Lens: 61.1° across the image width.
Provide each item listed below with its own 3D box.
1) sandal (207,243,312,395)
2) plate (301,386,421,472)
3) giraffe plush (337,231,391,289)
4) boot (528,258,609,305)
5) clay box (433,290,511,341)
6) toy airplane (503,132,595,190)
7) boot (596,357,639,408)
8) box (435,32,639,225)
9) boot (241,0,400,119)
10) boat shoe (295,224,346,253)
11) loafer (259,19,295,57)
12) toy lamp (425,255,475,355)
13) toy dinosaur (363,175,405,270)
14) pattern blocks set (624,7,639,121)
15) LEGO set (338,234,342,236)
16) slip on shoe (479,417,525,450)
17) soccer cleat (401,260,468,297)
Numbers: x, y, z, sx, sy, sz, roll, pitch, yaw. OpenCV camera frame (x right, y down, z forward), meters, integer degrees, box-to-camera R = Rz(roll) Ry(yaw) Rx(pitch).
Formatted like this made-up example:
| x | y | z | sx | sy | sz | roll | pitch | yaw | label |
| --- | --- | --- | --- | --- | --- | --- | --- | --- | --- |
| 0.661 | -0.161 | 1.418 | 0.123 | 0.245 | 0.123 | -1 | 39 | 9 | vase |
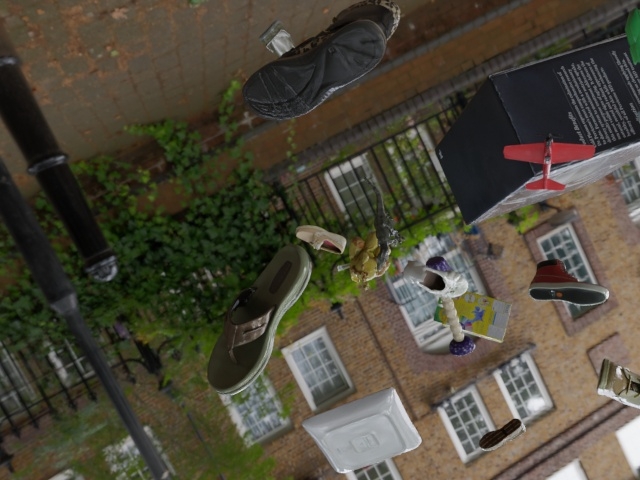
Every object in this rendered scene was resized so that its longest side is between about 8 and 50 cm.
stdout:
| x | y | z | sx | sy | sz | roll | pitch | yaw | label |
| --- | --- | --- | --- | --- | --- | --- | --- | --- | --- |
| -0.127 | 0.133 | 0.992 | 0.120 | 0.086 | 0.302 | 24 | -97 | 38 | sandal |
| 0.124 | 0.554 | 1.529 | 0.278 | 0.277 | 0.045 | -22 | -146 | 8 | plate |
| 0.171 | 0.082 | 1.971 | 0.210 | 0.181 | 0.170 | -33 | -165 | 0 | giraffe plush |
| 0.848 | 0.127 | 1.838 | 0.244 | 0.088 | 0.176 | 3 | -139 | 36 | boot |
| 0.486 | 0.235 | 1.745 | 0.222 | 0.127 | 0.053 | 15 | 168 | 15 | clay box |
| 0.403 | -0.136 | 0.971 | 0.151 | 0.151 | 0.028 | -21 | -138 | 45 | toy airplane |
| 0.663 | 0.307 | 1.104 | 0.165 | 0.077 | 0.213 | 13 | 168 | 40 | boot |
| 0.649 | -0.296 | 1.549 | 0.472 | 0.297 | 0.480 | -17 | 169 | -8 | box |
| 0.012 | -0.436 | 1.287 | 0.377 | 0.138 | 0.284 | -21 | -154 | 34 | boot |
| 0.000 | 0.000 | 1.736 | 0.063 | 0.170 | 0.059 | 113 | -11 | -49 | boat shoe |
| -0.134 | -0.685 | 1.870 | 0.094 | 0.087 | 0.251 | -40 | -178 | 18 | loafer |
| 0.336 | 0.169 | 1.415 | 0.080 | 0.274 | 0.080 | -20 | -160 | 8 | toy lamp |
| 0.177 | -0.045 | 1.506 | 0.064 | 0.268 | 0.118 | -18 | 160 | 28 | toy dinosaur |
| 0.529 | -0.242 | 0.638 | 0.325 | 0.285 | 0.026 | -9 | -171 | 4 | pattern blocks set |
| 0.063 | 0.000 | 2.056 | 0.054 | 0.023 | 0.083 | -56 | -151 | -4 | LEGO set |
| 0.508 | 0.547 | 1.513 | 0.135 | 0.041 | 0.051 | -38 | -152 | 7 | slip on shoe |
| 0.262 | 0.094 | 1.187 | 0.196 | 0.068 | 0.076 | 19 | -171 | -34 | soccer cleat |
